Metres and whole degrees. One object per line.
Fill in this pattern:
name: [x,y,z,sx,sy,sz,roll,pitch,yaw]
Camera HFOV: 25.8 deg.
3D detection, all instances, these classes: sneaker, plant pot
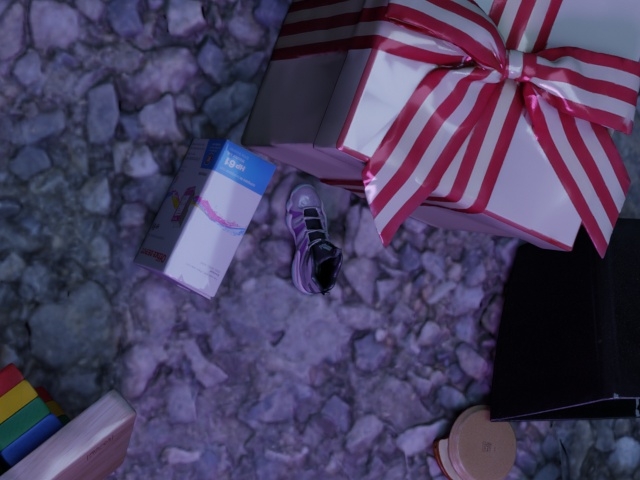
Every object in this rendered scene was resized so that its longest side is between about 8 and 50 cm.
sneaker: [0.000,0.000,1.211,0.038,0.069,0.098,-10,98,-23]
plant pot: [0.272,0.073,1.278,0.188,0.187,0.167,1,77,-26]

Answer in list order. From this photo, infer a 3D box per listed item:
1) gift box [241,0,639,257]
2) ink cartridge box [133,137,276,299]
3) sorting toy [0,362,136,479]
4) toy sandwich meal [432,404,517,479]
gift box: [0.109,-0.116,1.147,0.255,0.258,0.276,17,86,-23]
ink cartridge box: [-0.097,-0.020,1.157,0.052,0.088,0.122,27,83,-23]
sorting toy: [-0.269,0.195,1.027,0.257,0.255,0.089,-38,83,-19]
toy sandwich meal: [0.146,0.195,1.313,0.086,0.029,0.085,4,82,-28]
